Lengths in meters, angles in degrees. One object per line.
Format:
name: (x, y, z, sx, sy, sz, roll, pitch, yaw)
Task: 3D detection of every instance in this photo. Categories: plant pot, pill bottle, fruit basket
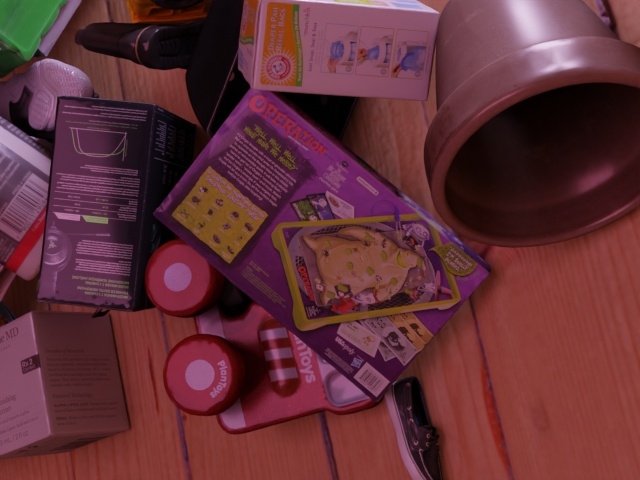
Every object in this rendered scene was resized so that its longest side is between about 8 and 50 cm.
plant pot: (0.216, -0.156, 1.179, 0.263, 0.263, 0.229, -39, 47, 30)
plant pot: (-0.069, -0.222, 1.436, 0.167, 0.188, 0.187, 38, 111, 51)
pill bottle: (-0.493, -0.099, 1.605, 0.319, 0.176, 0.176, 36, 115, -11)
fruit basket: (-0.496, -0.377, 1.708, 0.353, 0.165, 0.327, 11, 69, 54)

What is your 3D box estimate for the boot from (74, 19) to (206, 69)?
boot: (-0.216, -0.268, 1.523, 0.137, 0.198, 0.076, 14, 99, 30)

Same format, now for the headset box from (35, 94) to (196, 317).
headset box: (-0.266, -0.035, 1.516, 0.131, 0.246, 0.282, 6, 91, 6)

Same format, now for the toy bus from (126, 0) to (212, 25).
toy bus: (-0.168, -0.362, 1.542, 0.211, 0.220, 0.149, 124, 134, -65)

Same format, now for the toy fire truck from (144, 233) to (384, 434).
toy fire truck: (-0.066, 0.091, 1.438, 0.254, 0.169, 0.302, -16, 76, 12)

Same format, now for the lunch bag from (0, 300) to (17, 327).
lunch bag: (-0.575, 0.225, 1.811, 0.223, 0.160, 0.262, -26, 70, 35)

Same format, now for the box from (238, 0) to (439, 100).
box: (0.016, -0.225, 1.280, 0.114, 0.203, 0.103, -123, 38, -65)

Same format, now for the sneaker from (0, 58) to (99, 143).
sneaker: (-0.375, -0.201, 1.685, 0.269, 0.153, 0.101, -3, 84, 48)

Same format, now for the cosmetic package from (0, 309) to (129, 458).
cosmetic package: (-0.400, 0.213, 1.677, 0.151, 0.151, 0.183, -25, 71, 34)

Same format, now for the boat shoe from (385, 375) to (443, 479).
boat shoe: (0.116, 0.227, 1.332, 0.040, 0.049, 0.142, -34, 64, 31)

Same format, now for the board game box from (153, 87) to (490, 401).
board game box: (0.000, 0.000, 1.324, 0.347, 0.056, 0.208, 40, 107, 2)

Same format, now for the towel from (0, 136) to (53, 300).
towel: (-0.562, -0.044, 1.814, 0.332, 0.053, 0.317, 22, 73, 37)
